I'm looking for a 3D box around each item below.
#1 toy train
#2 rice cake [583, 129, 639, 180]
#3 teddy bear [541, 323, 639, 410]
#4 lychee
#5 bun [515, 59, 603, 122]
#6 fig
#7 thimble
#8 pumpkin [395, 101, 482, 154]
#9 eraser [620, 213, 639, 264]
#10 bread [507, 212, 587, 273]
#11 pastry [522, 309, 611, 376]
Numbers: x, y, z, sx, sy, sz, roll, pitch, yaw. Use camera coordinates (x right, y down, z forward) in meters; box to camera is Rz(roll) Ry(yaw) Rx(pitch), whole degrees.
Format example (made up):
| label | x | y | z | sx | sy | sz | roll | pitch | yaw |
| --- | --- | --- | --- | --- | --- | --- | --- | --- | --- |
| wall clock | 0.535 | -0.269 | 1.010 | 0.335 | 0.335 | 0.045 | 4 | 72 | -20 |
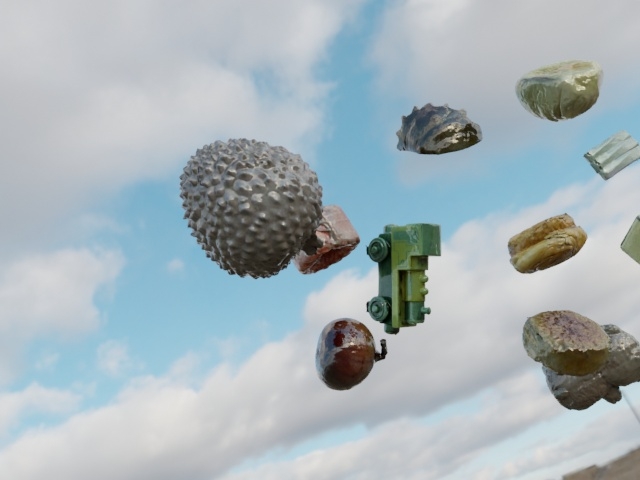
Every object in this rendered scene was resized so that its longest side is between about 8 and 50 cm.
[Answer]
| label | x | y | z | sx | sy | sz | roll | pitch | yaw |
| --- | --- | --- | --- | --- | --- | --- | --- | --- | --- |
| toy train | 0.276 | 0.126 | 2.101 | 0.237 | 0.369 | 0.150 | -4 | -5 | 44 |
| rice cake | 0.937 | -0.272 | 2.048 | 0.211 | 0.124 | 0.038 | -34 | -12 | -27 |
| teddy bear | 0.743 | 0.346 | 1.746 | 0.267 | 0.236 | 0.151 | -42 | -3 | 14 |
| lychee | -0.176 | -0.094 | 1.744 | 0.380 | 0.432 | 0.380 | -53 | 7 | 10 |
| bun | 0.659 | -0.408 | 1.781 | 0.244 | 0.244 | 0.153 | -16 | -72 | -14 |
| fig | 0.082 | 0.365 | 2.026 | 0.214 | 0.235 | 0.235 | 32 | -52 | -20 |
| thimble | 0.000 | 0.000 | 2.090 | 0.239 | 0.162 | 0.239 | -26 | -15 | -7 |
| pumpkin | 0.326 | -0.320 | 1.827 | 0.254 | 0.130 | 0.149 | -5 | 19 | 17 |
| eraser | 1.091 | -0.002 | 2.154 | 0.058 | 0.117 | 0.172 | -26 | -34 | -17 |
| bread | 0.615 | 0.014 | 1.748 | 0.198 | 0.120 | 0.236 | -34 | -16 | 32 |
| pastry | 0.586 | 0.245 | 1.530 | 0.192 | 0.182 | 0.093 | -1 | -61 | -12 |
